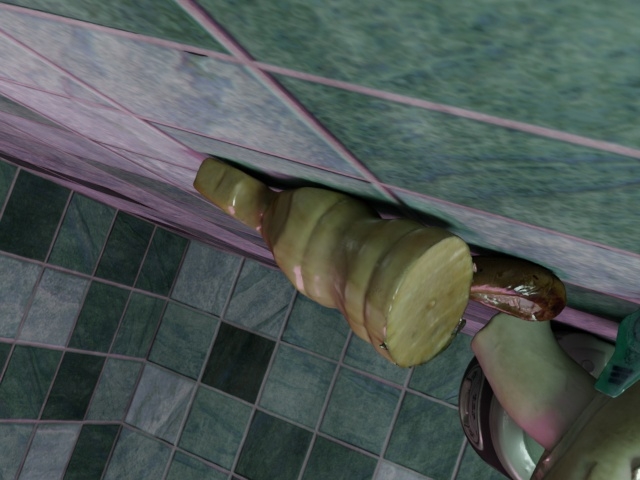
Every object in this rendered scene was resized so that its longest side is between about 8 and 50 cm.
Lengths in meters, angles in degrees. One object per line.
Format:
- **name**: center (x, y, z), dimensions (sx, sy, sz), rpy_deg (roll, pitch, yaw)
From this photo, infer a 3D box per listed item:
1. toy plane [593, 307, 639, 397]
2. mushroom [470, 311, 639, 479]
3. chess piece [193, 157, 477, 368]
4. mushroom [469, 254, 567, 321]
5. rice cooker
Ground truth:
- **toy plane**: center (0.385, 0.147, 0.677), dimensions (0.106, 0.155, 0.381), rpy_deg (23, -169, -39)
- **mushroom**: center (0.361, 0.240, 1.026), dimensions (0.315, 0.315, 0.356), rpy_deg (21, -149, -20)
- **chess piece**: center (0.000, 0.000, 0.847), dimensions (0.301, 0.137, 0.137), rpy_deg (30, -178, 38)
- **mushroom**: center (0.185, 0.044, 0.863), dimensions (0.123, 0.052, 0.123), rpy_deg (13, 170, 2)
- **rice cooker**: center (0.386, 0.288, 1.433), dimensions (0.288, 0.288, 0.277), rpy_deg (20, 177, -8)
